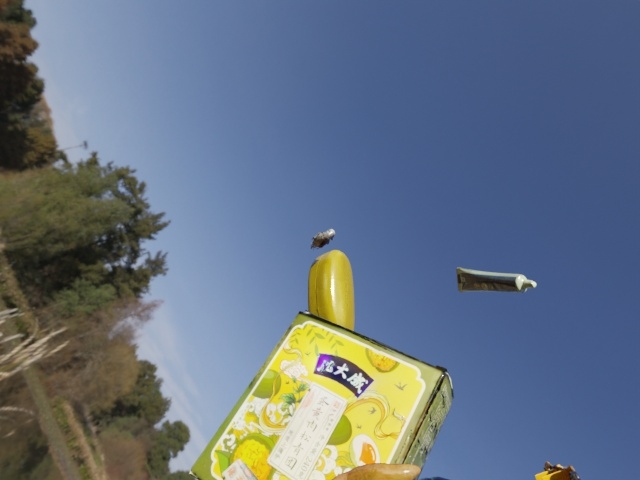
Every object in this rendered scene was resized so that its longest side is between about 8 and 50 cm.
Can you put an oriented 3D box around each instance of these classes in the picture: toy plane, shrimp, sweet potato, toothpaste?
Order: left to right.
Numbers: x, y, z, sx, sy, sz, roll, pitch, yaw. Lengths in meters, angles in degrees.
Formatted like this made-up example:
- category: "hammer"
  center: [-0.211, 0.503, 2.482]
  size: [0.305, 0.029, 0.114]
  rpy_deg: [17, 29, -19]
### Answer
- category: "shrimp"
  center: [0.000, 0.000, 1.690]
  size: [0.057, 0.065, 0.165]
  rpy_deg: [57, -31, -2]
- category: "sweet potato"
  center: [0.051, 0.335, 0.610]
  size: [0.044, 0.178, 0.044]
  rpy_deg: [-18, 90, -89]
- category: "toothpaste"
  center: [0.361, 0.087, 0.930]
  size: [0.197, 0.034, 0.057]
  rpy_deg: [-3, -87, 61]
- category: "toy plane"
  center: [0.694, 0.746, 1.146]
  size: [0.204, 0.102, 0.316]
  rpy_deg: [80, -15, -67]

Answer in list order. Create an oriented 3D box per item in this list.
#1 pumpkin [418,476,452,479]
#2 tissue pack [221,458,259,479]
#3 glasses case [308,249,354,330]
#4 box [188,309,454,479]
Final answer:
- category: "pumpkin"
  center: [0.329, 0.815, 1.210]
  size: [0.238, 0.314, 0.316]
  rpy_deg: [-86, 163, -74]
- category: "tissue pack"
  center: [-0.079, 0.311, 0.530]
  size: [0.083, 0.035, 0.063]
  rpy_deg: [30, -29, 51]
- category: "glasses case"
  center: [0.048, 0.208, 1.688]
  size: [0.141, 0.173, 0.372]
  rpy_deg: [-25, -127, 37]
- category: "box"
  center: [0.008, 0.387, 0.885]
  size: [0.372, 0.420, 0.138]
  rpy_deg: [16, -32, 36]
